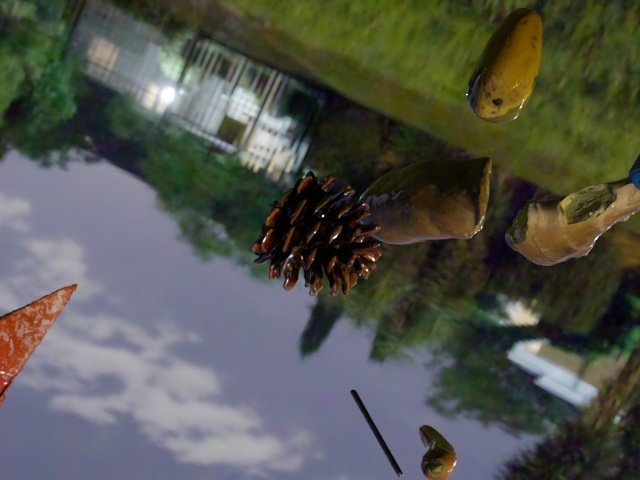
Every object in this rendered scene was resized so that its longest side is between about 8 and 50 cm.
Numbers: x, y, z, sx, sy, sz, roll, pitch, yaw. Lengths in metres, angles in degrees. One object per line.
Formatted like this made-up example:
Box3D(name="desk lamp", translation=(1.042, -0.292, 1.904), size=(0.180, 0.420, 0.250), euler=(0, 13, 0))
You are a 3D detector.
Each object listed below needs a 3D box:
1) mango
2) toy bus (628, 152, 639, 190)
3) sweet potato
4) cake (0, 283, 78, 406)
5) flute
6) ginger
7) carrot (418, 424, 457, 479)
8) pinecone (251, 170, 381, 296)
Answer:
Box3D(name="mango", translation=(0.295, -0.279, 1.693), size=(0.098, 0.195, 0.137), euler=(18, 168, 0))
Box3D(name="toy bus", translation=(0.495, -0.146, 1.326), size=(0.113, 0.246, 0.134), euler=(40, 158, -11))
Box3D(name="sweet potato", translation=(0.174, -0.065, 1.918), size=(0.157, 0.158, 0.369), euler=(17, 164, -42))
Box3D(name="cake", translation=(-0.460, 0.127, 1.533), size=(0.116, 0.220, 0.086), euler=(36, 160, -18))
Box3D(name="flute", translation=(0.103, 0.357, 2.002), size=(0.014, 0.014, 0.269), euler=(21, -162, -27))
Box3D(name="ginger", translation=(0.412, -0.038, 1.559), size=(0.131, 0.294, 0.086), euler=(56, -157, -36))
Box3D(name="carrot", translation=(0.214, 0.386, 1.953), size=(0.066, 0.062, 0.271), euler=(-19, -178, 7))
Box3D(name="pinecone", translation=(0.000, 0.000, 1.652), size=(0.207, 0.208, 0.208), euler=(25, -170, -4))
